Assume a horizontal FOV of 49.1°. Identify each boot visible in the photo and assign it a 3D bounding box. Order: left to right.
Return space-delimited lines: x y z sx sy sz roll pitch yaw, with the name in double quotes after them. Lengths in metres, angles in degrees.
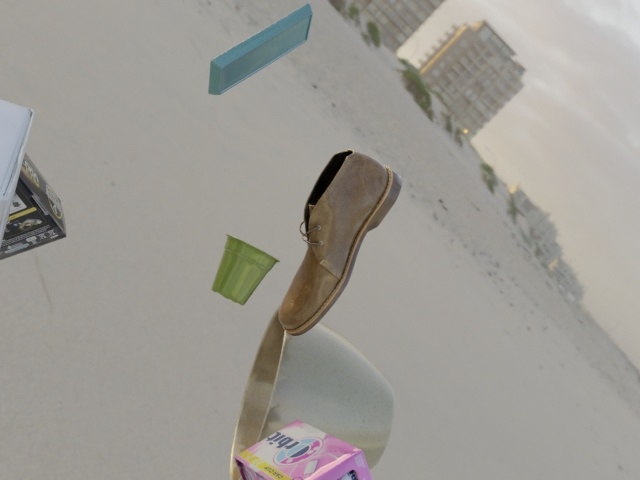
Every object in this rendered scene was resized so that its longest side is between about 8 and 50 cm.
0.000 0.000 1.086 0.115 0.305 0.112 28 1 -35 "boot"

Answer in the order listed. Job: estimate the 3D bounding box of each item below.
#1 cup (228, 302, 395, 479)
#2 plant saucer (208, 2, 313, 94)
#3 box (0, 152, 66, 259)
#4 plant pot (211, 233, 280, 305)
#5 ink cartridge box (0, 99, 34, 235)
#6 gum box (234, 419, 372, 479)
-0.005 0.303 1.268 0.237 0.331 0.331 17 14 -9 "cup"
-0.080 -0.267 0.983 0.018 0.192 0.067 43 -30 14 "plant saucer"
-0.630 -0.050 1.036 0.318 0.395 0.097 79 -10 -60 "box"
-0.111 0.044 0.966 0.083 0.079 0.083 27 -5 3 "plant pot"
-0.444 -0.028 0.718 0.223 0.307 0.129 17 48 -22 "ink cartridge box"
-0.022 0.304 0.913 0.188 0.107 0.062 -2 -71 61 "gum box"
